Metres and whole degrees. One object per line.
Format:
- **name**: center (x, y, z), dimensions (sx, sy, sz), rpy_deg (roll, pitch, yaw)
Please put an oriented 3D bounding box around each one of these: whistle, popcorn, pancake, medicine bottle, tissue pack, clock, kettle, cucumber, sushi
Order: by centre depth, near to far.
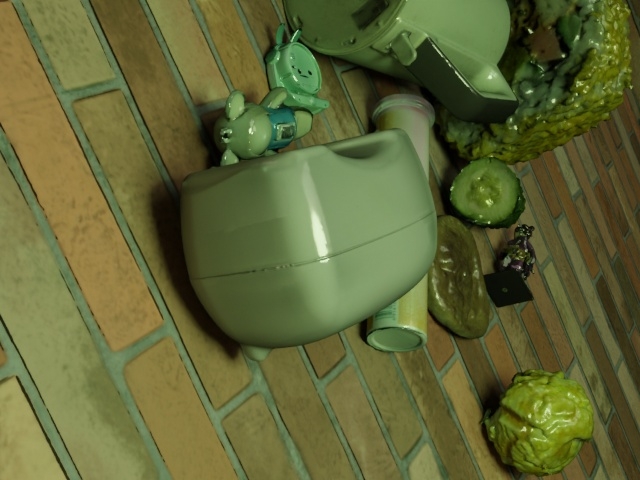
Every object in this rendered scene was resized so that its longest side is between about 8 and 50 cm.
- **tissue pack**: center (0.000, 0.000, 1.060), dimensions (0.333, 0.229, 0.236), rpy_deg (-23, 101, -56)
- **whistle**: center (-0.076, -0.154, 1.176), dimensions (0.235, 0.077, 0.114), rpy_deg (-26, 125, -62)
- **clock**: center (-0.039, -0.257, 1.302), dimensions (0.101, 0.041, 0.135), rpy_deg (-4, 77, -55)
- **medicine bottle**: center (0.124, -0.034, 1.374), dimensions (0.108, 0.108, 0.426), rpy_deg (35, 49, -41)
- **kettle**: center (0.172, -0.349, 1.425), dimensions (0.376, 0.250, 0.361), rpy_deg (7, 46, -54)
- **popcorn**: center (0.375, 0.312, 1.505), dimensions (0.198, 0.198, 0.212), rpy_deg (60, 9, -15)
- **pancake**: center (0.250, 0.067, 1.541), dimensions (0.242, 0.050, 0.242), rpy_deg (28, 53, -45)
- **sushi**: center (0.387, -0.353, 1.648), dimensions (0.240, 0.396, 0.351), rpy_deg (2, 65, -50)
- **cucumber**: center (0.340, -0.079, 1.672), dimensions (0.244, 0.134, 0.134), rpy_deg (10, 65, -66)

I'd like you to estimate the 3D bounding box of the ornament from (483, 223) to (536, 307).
- **ornament**: center (0.382, 0.040, 1.718), dimensions (0.088, 0.081, 0.203), rpy_deg (55, 34, -23)
